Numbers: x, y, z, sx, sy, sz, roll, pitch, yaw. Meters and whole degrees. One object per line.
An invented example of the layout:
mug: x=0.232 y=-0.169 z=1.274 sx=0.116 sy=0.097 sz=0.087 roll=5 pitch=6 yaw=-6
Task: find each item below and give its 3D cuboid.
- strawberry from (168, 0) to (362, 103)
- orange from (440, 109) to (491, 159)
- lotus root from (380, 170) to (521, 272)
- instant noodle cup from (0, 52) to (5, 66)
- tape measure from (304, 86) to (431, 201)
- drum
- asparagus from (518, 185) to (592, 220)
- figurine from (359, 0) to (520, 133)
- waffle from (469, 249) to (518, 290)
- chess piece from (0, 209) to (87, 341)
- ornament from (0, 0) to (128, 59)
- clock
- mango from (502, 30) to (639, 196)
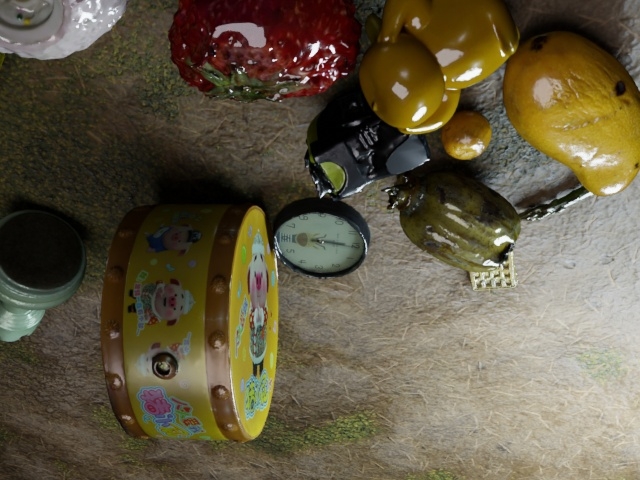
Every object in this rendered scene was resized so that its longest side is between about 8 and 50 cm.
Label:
strawberry: x=-0.074 y=-0.307 z=1.198 sx=0.274 sy=0.221 sz=0.274 roll=4 pitch=174 yaw=0
orange: x=0.230 y=-0.169 z=1.388 sx=0.083 sy=0.070 sz=0.083 roll=5 pitch=152 yaw=3
lotus root: x=0.210 y=-0.044 z=1.473 sx=0.278 sy=0.154 sz=0.154 roll=24 pitch=134 yaw=-18
instant noodle cup: x=-0.589 y=-0.261 z=1.351 sx=0.182 sy=0.182 sz=0.144 roll=22 pitch=144 yaw=-14
tape measure: x=0.062 y=-0.162 z=1.337 sx=0.199 sy=0.186 sz=0.112 roll=-19 pitch=121 yaw=7
drum: x=-0.211 y=0.141 z=1.527 sx=0.214 sy=0.431 sz=0.431 roll=0 pitch=136 yaw=7
asparagus: x=0.437 y=-0.082 z=1.477 sx=0.236 sy=0.027 sz=0.034 roll=-32 pitch=119 yaw=34
figurine: x=0.158 y=-0.264 z=1.189 sx=0.228 sy=0.215 sz=0.215 roll=-23 pitch=130 yaw=11
waffle: x=0.318 y=0.043 z=1.632 sx=0.092 sy=0.021 sz=0.135 roll=-4 pitch=136 yaw=14
chess piece: x=-0.582 y=0.088 z=1.712 sx=0.194 sy=0.195 sz=0.299 roll=24 pitch=143 yaw=-16
ornament: x=-0.369 y=-0.373 z=1.153 sx=0.259 sy=0.225 sz=0.259 roll=5 pitch=136 yaw=5
clock: x=0.000 y=0.000 z=1.620 sx=0.184 sy=0.040 sz=0.185 roll=5 pitch=136 yaw=4
mango: x=0.386 y=-0.192 z=1.308 sx=0.177 sy=0.120 sz=0.295 roll=-33 pitch=125 yaw=26
